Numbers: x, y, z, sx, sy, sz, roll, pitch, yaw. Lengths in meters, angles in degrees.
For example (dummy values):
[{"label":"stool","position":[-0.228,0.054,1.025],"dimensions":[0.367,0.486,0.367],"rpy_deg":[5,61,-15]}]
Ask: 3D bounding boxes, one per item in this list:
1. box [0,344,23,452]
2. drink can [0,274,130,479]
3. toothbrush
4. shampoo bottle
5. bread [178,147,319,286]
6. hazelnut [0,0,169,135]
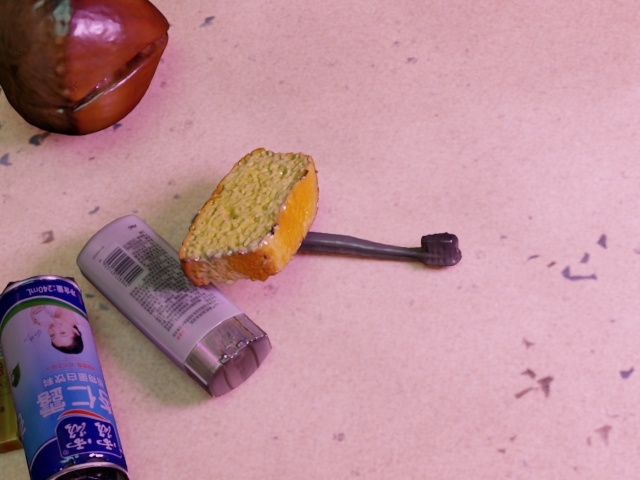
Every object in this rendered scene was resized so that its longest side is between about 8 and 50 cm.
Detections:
[{"label":"box","position":[-0.351,0.152,1.802],"dimensions":[0.089,0.022,0.156],"rpy_deg":[-15,54,3]},{"label":"drink can","position":[-0.258,0.150,1.735],"dimensions":[0.097,0.097,0.235],"rpy_deg":[-20,55,1]},{"label":"toothbrush","position":[0.000,0.000,1.808],"dimensions":[0.297,0.031,0.030],"rpy_deg":[4,32,19]},{"label":"shampoo bottle","position":[-0.151,0.063,1.787],"dimensions":[0.086,0.056,0.227],"rpy_deg":[-41,57,-16]},{"label":"bread","position":[-0.069,-0.020,1.778],"dimensions":[0.103,0.065,0.187],"rpy_deg":[3,38,22]},{"label":"hazelnut","position":[-0.260,-0.220,1.939],"dimensions":[0.208,0.208,0.208],"rpy_deg":[-7,56,10]}]
